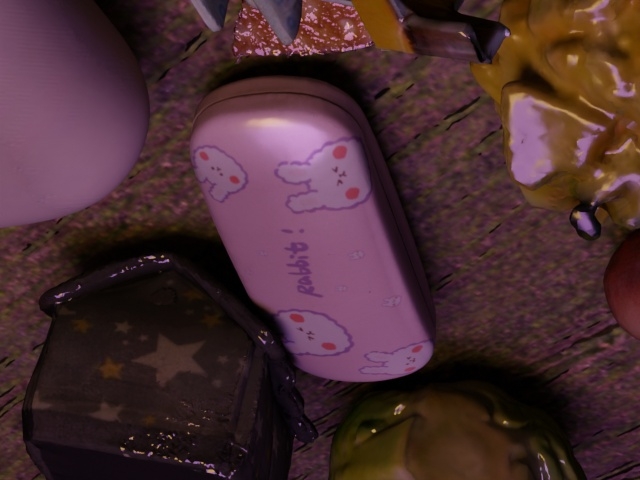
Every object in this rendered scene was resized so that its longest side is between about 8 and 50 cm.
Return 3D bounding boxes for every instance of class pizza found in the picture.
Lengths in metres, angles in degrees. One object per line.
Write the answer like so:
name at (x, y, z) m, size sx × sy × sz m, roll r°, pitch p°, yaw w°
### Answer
pizza at (-0.016, -0.152, 1.127) m, size 0.100 × 0.029 × 0.099 m, roll -8°, pitch 132°, yaw 13°

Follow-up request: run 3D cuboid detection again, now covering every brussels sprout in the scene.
brussels sprout at (0.099, 0.195, 1.462) m, size 0.223 × 0.161 × 0.223 m, roll 20°, pitch 140°, yaw 18°

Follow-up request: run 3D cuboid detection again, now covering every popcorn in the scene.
popcorn at (0.187, -0.082, 1.072) m, size 0.189 × 0.169 × 0.218 m, roll -18°, pitch 133°, yaw 28°

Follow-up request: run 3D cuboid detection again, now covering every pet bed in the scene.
pet bed at (-0.105, 0.115, 1.375) m, size 0.183 × 0.159 × 0.211 m, roll 8°, pitch 154°, yaw 14°

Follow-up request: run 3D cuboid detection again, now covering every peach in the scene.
peach at (0.230, 0.030, 1.283) m, size 0.083 × 0.083 × 0.083 m, roll 3°, pitch 142°, yaw 3°

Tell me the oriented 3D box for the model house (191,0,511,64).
model house at (-0.001, -0.218, 0.884) m, size 0.215 × 0.198 × 0.224 m, roll 12°, pitch 151°, yaw 35°

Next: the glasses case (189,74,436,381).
glasses case at (0.000, 0.000, 1.278) m, size 0.113 × 0.075 × 0.297 m, roll -4°, pitch 141°, yaw 16°

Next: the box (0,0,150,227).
box at (-0.273, -0.108, 1.078) m, size 0.289 × 0.141 × 0.349 m, roll -6°, pitch 156°, yaw 17°
